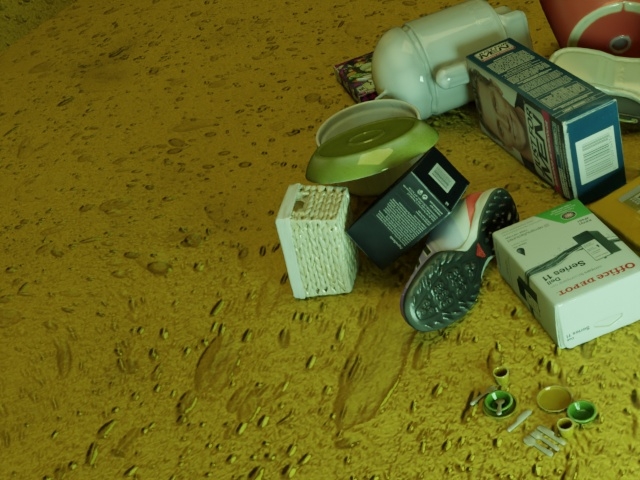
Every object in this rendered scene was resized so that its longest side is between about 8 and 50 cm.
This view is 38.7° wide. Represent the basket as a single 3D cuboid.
[{"bbox_3d":[0.000,0.000,1.506,0.103,0.167,0.113,-2,37,15],"label":"basket"}]

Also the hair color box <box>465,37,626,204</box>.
[{"bbox_3d":[0.394,-0.219,1.625,0.105,0.174,0.347,-24,34,-7],"label":"hair color box"}]

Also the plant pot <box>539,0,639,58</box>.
[{"bbox_3d":[0.581,-0.462,1.828,0.274,0.275,0.243,-8,46,14],"label":"plant pot"}]

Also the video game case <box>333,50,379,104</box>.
[{"bbox_3d":[0.166,-0.390,2.089,0.232,0.042,0.210,-21,33,-4],"label":"video game case"}]

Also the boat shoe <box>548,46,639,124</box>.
[{"bbox_3d":[0.570,-0.264,1.656,0.324,0.097,0.117,14,65,13],"label":"boat shoe"}]

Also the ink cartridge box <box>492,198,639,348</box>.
[{"bbox_3d":[0.368,0.045,1.341,0.153,0.087,0.208,-22,35,-5],"label":"ink cartridge box"}]

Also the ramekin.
[{"bbox_3d":[0.102,-0.175,1.755,0.207,0.109,0.207,-12,35,9],"label":"ramekin"}]

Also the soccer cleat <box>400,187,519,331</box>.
[{"bbox_3d":[0.201,0.032,1.441,0.116,0.109,0.318,-10,31,47],"label":"soccer cleat"}]

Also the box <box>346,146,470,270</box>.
[{"bbox_3d":[0.144,-0.054,1.482,0.158,0.093,0.156,-44,1,29],"label":"box"}]

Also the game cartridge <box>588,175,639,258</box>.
[{"bbox_3d":[0.585,-0.080,1.325,0.323,0.053,0.285,-34,19,5],"label":"game cartridge"}]

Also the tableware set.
[{"bbox_3d":[0.280,0.214,1.200,0.104,0.024,0.154,-33,36,-22],"label":"tableware set"}]

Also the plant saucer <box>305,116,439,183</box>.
[{"bbox_3d":[0.082,-0.162,1.562,0.240,0.037,0.241,-17,18,6],"label":"plant saucer"}]

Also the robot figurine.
[{"bbox_3d":[0.256,-0.370,1.878,0.353,0.200,0.300,-21,20,-5],"label":"robot figurine"}]
